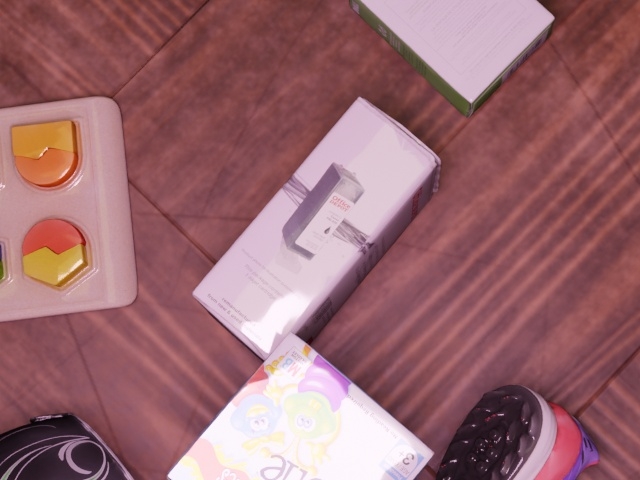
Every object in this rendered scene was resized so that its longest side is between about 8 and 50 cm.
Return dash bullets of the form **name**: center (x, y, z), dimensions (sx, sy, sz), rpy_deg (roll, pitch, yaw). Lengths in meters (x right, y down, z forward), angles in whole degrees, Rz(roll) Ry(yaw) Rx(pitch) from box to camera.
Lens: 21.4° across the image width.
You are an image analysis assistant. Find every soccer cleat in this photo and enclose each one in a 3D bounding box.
- **soccer cleat**: center (0.114, 0.271, 1.423), dimensions (0.116, 0.108, 0.318), rpy_deg (31, 97, -37)

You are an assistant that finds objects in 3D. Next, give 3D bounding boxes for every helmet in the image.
- **helmet**: center (-0.235, 0.241, 1.405), dimensions (0.161, 0.169, 0.169), rpy_deg (-35, 82, -19)

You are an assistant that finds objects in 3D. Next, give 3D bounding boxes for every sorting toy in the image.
- **sorting toy**: center (-0.275, -0.026, 1.506), dimensions (0.208, 0.038, 0.193), rpy_deg (-6, 81, 1)

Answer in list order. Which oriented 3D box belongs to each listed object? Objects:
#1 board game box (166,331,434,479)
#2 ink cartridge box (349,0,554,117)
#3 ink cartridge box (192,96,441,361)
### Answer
- **board game box**: center (-0.010, 0.181, 1.347), dimensions (0.144, 0.275, 0.142), rpy_deg (40, 85, 6)
- **ink cartridge box**: center (0.096, -0.222, 1.510), dimensions (0.209, 0.062, 0.109), rpy_deg (44, 85, 7)
- **ink cartridge box**: center (0.000, 0.000, 1.432), dimensions (0.092, 0.158, 0.218), rpy_deg (41, 85, 8)
